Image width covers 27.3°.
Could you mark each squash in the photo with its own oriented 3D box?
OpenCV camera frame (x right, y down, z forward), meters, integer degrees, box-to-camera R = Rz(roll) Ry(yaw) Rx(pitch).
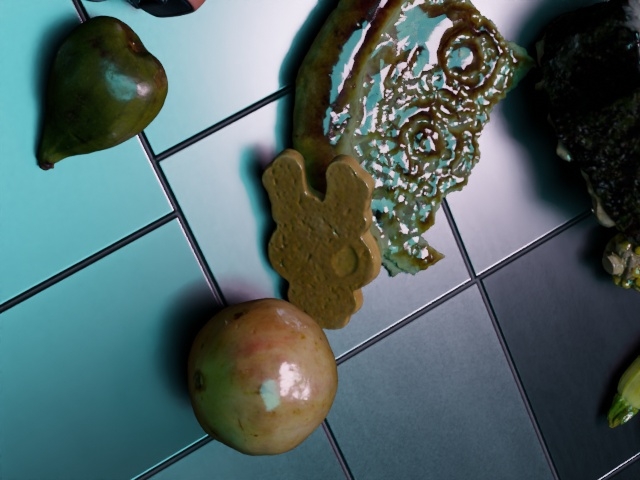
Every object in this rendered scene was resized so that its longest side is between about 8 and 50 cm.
[{"bbox_3d":[0.482,0.191,1.880,0.200,0.075,0.090,-40,96,-10],"label":"squash"}]

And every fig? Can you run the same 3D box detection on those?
[{"bbox_3d":[-0.256,-0.165,1.486,0.133,0.185,0.127,36,46,-23],"label":"fig"}]

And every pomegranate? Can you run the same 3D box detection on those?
[{"bbox_3d":[-0.067,0.164,1.586,0.191,0.191,0.191,-5,104,-22],"label":"pomegranate"}]

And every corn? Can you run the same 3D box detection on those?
[{"bbox_3d":[0.534,0.006,1.852,0.319,0.097,0.097,-13,107,-21],"label":"corn"}]

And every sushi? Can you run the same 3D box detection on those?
[{"bbox_3d":[0.416,-0.142,1.699,0.350,0.170,0.211,58,35,-12],"label":"sushi"}]

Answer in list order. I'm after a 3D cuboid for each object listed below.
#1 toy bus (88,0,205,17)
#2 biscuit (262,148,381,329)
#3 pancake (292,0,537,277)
[{"bbox_3d":[-0.261,-0.430,1.358,0.427,0.203,0.233,39,81,-23],"label":"toy bus"},{"bbox_3d":[0.003,0.001,1.613,0.040,0.144,0.236,-48,141,-52],"label":"biscuit"},{"bbox_3d":[0.101,-0.150,1.647,0.304,0.067,0.427,25,91,-26],"label":"pancake"}]
